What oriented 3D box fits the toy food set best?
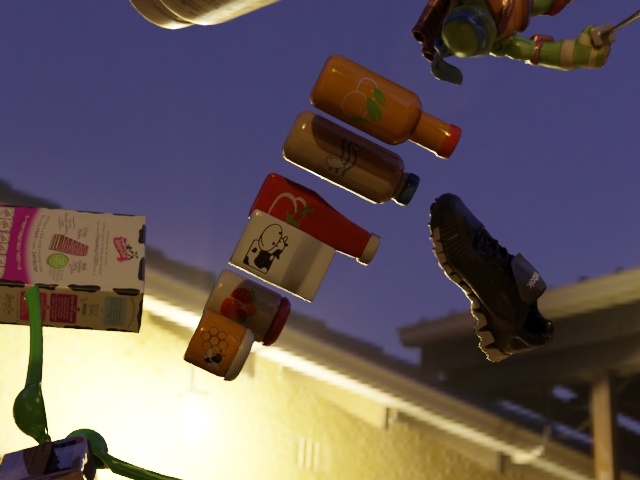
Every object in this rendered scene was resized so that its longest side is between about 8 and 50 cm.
[{"bbox_3d":[0.000,0.000,0.895,0.104,0.232,0.111,26,-5,-5],"label":"toy food set"}]

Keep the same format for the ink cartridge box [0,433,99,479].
[{"bbox_3d":[-0.220,0.304,1.128,0.088,0.235,0.193,-13,3,-10],"label":"ink cartridge box"}]

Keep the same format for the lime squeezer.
[{"bbox_3d":[-0.236,0.182,1.286,0.110,0.310,0.059,-29,-29,-38],"label":"lime squeezer"}]

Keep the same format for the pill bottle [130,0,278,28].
[{"bbox_3d":[-0.104,-0.335,1.454,0.160,0.160,0.283,21,-17,-34],"label":"pill bottle"}]

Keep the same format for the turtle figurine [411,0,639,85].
[{"bbox_3d":[0.237,-0.278,1.293,0.198,0.266,0.275,32,-54,3],"label":"turtle figurine"}]

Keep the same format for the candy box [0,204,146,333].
[{"bbox_3d":[-0.334,0.032,1.580,0.233,0.159,0.071,4,-53,-9],"label":"candy box"}]

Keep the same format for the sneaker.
[{"bbox_3d":[0.210,0.039,1.508,0.106,0.078,0.234,-10,-62,36],"label":"sneaker"}]
